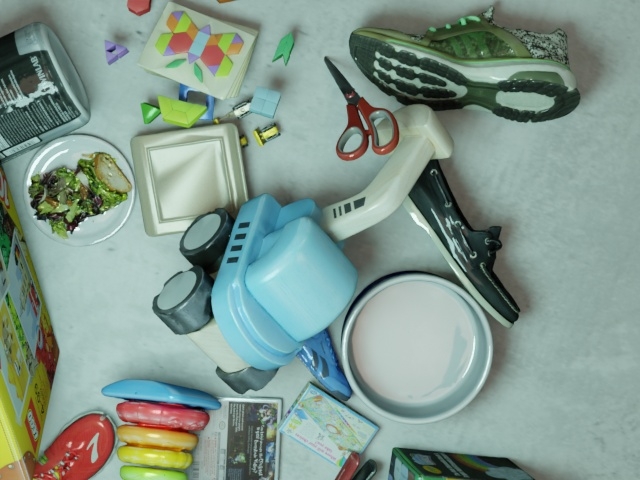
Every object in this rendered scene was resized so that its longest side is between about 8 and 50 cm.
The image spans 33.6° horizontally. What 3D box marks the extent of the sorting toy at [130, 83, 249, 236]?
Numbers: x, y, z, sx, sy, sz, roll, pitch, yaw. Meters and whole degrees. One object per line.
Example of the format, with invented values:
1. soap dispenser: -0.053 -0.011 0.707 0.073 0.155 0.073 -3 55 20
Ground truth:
1. sorting toy: -0.228 -0.107 1.885 0.196 0.047 0.347 -8 98 4

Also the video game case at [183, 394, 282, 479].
1. video game case: -0.160 0.377 1.931 0.173 0.022 0.190 3 93 -1

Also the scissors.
1. scissors: 0.067 -0.237 1.790 0.109 0.297 0.021 -20 133 13

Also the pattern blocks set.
1. pattern blocks set: -0.211 -0.332 1.837 0.325 0.026 0.285 8 74 0

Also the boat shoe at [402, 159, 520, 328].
1. boat shoe: 0.262 -0.005 1.866 0.113 0.127 0.340 -38 83 10

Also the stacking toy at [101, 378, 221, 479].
1. stacking toy: -0.285 0.396 1.811 0.175 0.166 0.302 -1 76 28

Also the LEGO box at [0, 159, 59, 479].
1. LEGO box: -0.577 0.090 1.640 0.193 0.372 0.500 -9 120 -1

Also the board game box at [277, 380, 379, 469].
1. board game box: 0.014 0.338 1.919 0.154 0.026 0.103 35 92 -12

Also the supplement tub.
1. supplement tub: -0.569 -0.224 1.798 0.316 0.193 0.193 -24 94 0

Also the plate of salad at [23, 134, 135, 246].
1. plate of salad: -0.430 -0.088 1.882 0.200 0.048 0.200 0 94 -2

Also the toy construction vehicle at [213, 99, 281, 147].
1. toy construction vehicle: -0.132 -0.203 1.892 0.098 0.035 0.086 -28 105 7

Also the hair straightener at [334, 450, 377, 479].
1. hair straightener: 0.041 0.495 1.918 0.089 0.047 0.230 26 95 -24

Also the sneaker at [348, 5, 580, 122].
1. sneaker: 0.255 -0.331 1.866 0.410 0.158 0.182 12 62 0

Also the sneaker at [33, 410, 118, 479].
1. sneaker: -0.470 0.420 1.877 0.279 0.118 0.107 -44 94 2

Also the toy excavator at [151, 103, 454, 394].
1. toy excavator: 0.000 0.000 1.747 0.445 0.433 0.222 -20 125 30

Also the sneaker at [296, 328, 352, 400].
1. sneaker: -0.002 0.194 1.900 0.082 0.069 0.209 -41 93 -2

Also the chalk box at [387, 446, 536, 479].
1. chalk box: 0.209 0.474 1.846 0.289 0.180 0.179 7 93 -11

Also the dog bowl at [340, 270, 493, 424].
1. dog bowl: 0.167 0.186 1.886 0.265 0.104 0.265 0 94 -1
